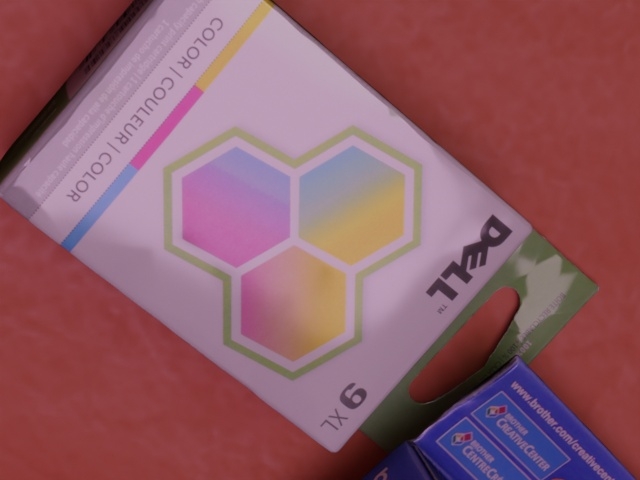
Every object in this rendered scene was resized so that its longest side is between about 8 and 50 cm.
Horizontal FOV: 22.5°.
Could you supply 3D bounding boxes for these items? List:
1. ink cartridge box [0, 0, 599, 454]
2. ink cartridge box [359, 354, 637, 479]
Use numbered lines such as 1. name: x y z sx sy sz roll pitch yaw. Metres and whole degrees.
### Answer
1. ink cartridge box: 0.000 0.000 0.576 0.209 0.062 0.109 40 96 -15
2. ink cartridge box: 0.019 0.208 0.618 0.311 0.065 0.186 -43 117 2
